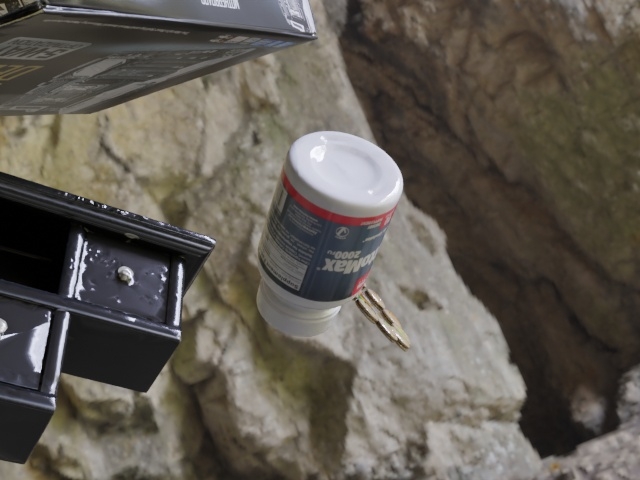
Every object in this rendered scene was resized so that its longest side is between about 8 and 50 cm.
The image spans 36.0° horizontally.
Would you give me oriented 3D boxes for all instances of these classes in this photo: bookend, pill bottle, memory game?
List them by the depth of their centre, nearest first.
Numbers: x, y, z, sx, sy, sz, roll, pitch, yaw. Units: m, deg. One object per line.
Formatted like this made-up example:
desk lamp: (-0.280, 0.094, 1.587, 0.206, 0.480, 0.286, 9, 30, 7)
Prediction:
bookend: (-0.148, 0.054, 0.557, 0.156, 0.157, 0.072, 19, -46, -20)
pill bottle: (0.000, 0.000, 0.911, 0.108, 0.108, 0.180, -14, -40, -33)
memory game: (0.054, 0.068, 1.255, 0.012, 0.186, 0.186, -42, -15, 7)

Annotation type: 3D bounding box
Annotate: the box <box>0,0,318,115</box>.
box: (-0.181, -0.149, 0.684, 0.242, 0.077, 0.307, -13, 2, 28)
